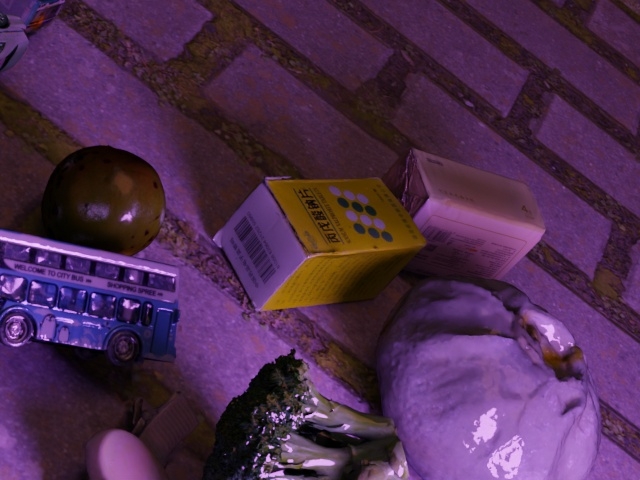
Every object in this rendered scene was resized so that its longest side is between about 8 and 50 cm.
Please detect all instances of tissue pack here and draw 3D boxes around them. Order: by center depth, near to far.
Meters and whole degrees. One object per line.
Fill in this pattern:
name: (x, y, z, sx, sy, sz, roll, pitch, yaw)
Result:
tissue pack: (0.193, -0.029, 2.291, 0.234, 0.159, 0.125, 14, 42, -32)

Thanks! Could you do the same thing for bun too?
bun: (0.232, 0.191, 2.033, 0.361, 0.211, 0.362, 27, 35, -20)

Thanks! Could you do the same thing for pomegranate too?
pomegranate: (-0.267, -0.021, 1.882, 0.159, 0.159, 0.205, 8, 70, -38)

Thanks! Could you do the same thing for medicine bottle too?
medicine bottle: (0.000, 0.000, 2.101, 0.250, 0.141, 0.137, -5, 57, -45)

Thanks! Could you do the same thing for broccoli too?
broccoli: (-0.025, 0.269, 1.674, 0.241, 0.261, 0.269, -13, 46, -1)

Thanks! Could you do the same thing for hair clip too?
hair clip: (-0.196, 0.259, 1.692, 0.159, 0.071, 0.218, 55, 34, -17)

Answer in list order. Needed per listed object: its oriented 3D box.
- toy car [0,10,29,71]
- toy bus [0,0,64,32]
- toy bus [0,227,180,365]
toy car: (-0.477, -0.243, 1.975, 0.224, 0.090, 0.076, -16, 68, -50)
toy bus: (-0.471, -0.399, 2.141, 0.261, 0.109, 0.091, 44, 36, 11)
toy bus: (-0.303, 0.065, 1.725, 0.297, 0.106, 0.131, 13, 82, -36)
